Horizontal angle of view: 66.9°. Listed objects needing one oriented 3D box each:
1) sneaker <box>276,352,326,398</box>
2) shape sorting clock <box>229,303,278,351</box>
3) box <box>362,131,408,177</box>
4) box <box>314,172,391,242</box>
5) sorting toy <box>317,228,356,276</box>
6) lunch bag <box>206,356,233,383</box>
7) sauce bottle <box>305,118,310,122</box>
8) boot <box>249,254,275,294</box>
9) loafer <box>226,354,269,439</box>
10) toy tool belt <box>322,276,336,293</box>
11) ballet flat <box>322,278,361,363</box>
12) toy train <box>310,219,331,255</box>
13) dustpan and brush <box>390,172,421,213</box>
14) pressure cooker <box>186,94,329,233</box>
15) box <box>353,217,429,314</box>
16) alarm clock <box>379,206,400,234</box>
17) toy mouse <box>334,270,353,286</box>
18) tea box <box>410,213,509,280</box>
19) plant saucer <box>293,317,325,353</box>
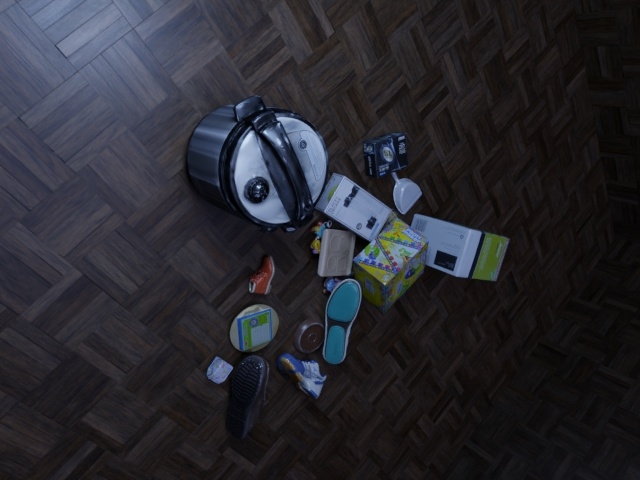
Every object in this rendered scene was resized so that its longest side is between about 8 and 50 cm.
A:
[{"bbox_3d":[-0.079,0.551,2.074,0.131,0.112,0.296,-57,133,-29],"label":"sneaker"},{"bbox_3d":[-0.258,0.342,1.890,0.206,0.040,0.206,-16,118,-32],"label":"shape sorting clock"},{"bbox_3d":[0.274,-0.359,2.021,0.180,0.077,0.147,-22,117,-29],"label":"box"},{"bbox_3d":[0.134,-0.128,1.968,0.290,0.087,0.169,32,88,-33],"label":"box"},{"bbox_3d":[0.064,0.051,2.004,0.208,0.038,0.193,4,94,-51],"label":"sorting toy"},{"bbox_3d":[-0.388,0.495,1.840,0.071,0.053,0.083,48,66,-39],"label":"lunch bag"},{"bbox_3d":[-0.087,-0.389,1.765,0.128,0.042,0.042,-46,127,-17],"label":"sauce bottle"},{"bbox_3d":[-0.224,0.131,1.835,0.084,0.059,0.158,5,104,-33],"label":"boot"},{"bbox_3d":[-0.280,0.608,1.929,0.130,0.134,0.366,-13,126,-58],"label":"loafer"},{"bbox_3d":[0.040,0.191,2.054,0.052,0.051,0.083,14,97,-39],"label":"toy tool belt"},{"bbox_3d":[0.085,0.336,2.097,0.139,0.139,0.400,-1,109,-36],"label":"ballet flat"},{"bbox_3d":[0.000,0.000,1.966,0.125,0.046,0.166,-9,105,-55],"label":"toy train"},{"bbox_3d":[0.361,-0.239,2.151,0.147,0.060,0.211,-48,134,-16],"label":"dustpan and brush"},{"bbox_3d":[-0.181,-0.227,1.508,0.370,0.420,0.375,18,94,-38],"label":"pressure cooker"},{"bbox_3d":[0.300,0.113,2.069,0.279,0.177,0.290,-42,153,-19],"label":"box"},{"bbox_3d":[0.300,-0.074,2.148,0.192,0.064,0.129,29,87,-36],"label":"alarm clock"},{"bbox_3d":[0.101,0.169,2.105,0.161,0.031,0.143,-35,123,-22],"label":"toy mouse"},{"bbox_3d":[0.630,0.032,2.260,0.323,0.329,0.220,10,99,-40],"label":"tea box"},{"bbox_3d":[-0.040,0.416,2.087,0.168,0.029,0.168,-14,114,-34],"label":"plant saucer"}]
